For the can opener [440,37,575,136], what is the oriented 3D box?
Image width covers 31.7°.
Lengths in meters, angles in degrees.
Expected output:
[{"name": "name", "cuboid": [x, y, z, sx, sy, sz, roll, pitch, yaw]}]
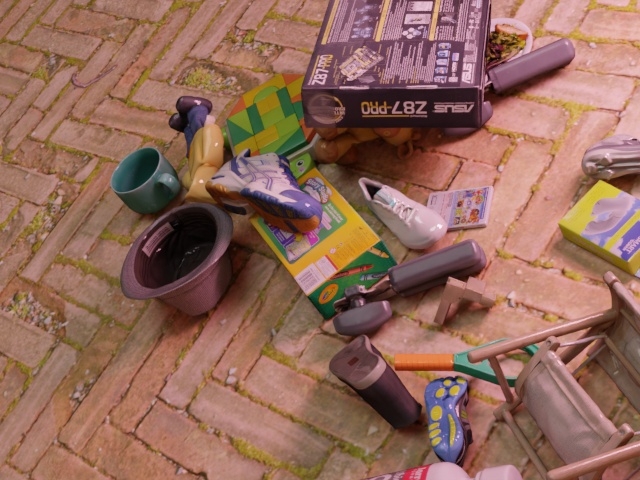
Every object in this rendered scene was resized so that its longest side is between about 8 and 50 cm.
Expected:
[{"name": "can opener", "cuboid": [0.350, -0.282, 2.119, 0.283, 0.095, 0.076, -23, 0, 8]}]

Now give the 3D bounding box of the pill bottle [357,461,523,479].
[{"name": "pill bottle", "cuboid": [0.127, 0.405, 1.554, 0.318, 0.176, 0.176, -17, 45, 20]}]

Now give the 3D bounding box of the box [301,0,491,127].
[{"name": "box", "cuboid": [0.151, -0.348, 2.091, 0.318, 0.097, 0.395, 2, 39, 9]}]

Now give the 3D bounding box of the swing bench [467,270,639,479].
[{"name": "swing bench", "cuboid": [0.385, 0.223, 1.567, 0.254, 0.165, 0.253, -29, 42, 0]}]

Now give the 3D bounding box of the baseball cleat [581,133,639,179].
[{"name": "baseball cleat", "cuboid": [0.537, -0.145, 1.860, 0.206, 0.072, 0.109, 3, 34, 20]}]

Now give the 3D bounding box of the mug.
[{"name": "mug", "cuboid": [-0.362, -0.113, 2.390, 0.129, 0.097, 0.158, -35, 41, 3]}]

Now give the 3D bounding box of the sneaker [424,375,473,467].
[{"name": "sneaker", "cuboid": [0.194, 0.274, 1.707, 0.067, 0.078, 0.188, -8, 32, 13]}]

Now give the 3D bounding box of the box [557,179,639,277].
[{"name": "box", "cuboid": [0.481, -0.018, 1.804, 0.109, 0.042, 0.178, -45, 42, -9]}]

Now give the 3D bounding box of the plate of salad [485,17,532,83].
[{"name": "plate of salad", "cuboid": [0.319, -0.375, 2.224, 0.200, 0.048, 0.200, -17, 46, 19]}]

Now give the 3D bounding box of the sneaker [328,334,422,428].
[{"name": "sneaker", "cuboid": [0.086, 0.232, 1.818, 0.083, 0.118, 0.222, -40, 13, -1]}]

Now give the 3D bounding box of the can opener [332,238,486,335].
[{"name": "can opener", "cuboid": [0.150, 0.082, 1.917, 0.280, 0.074, 0.093, -25, 67, 13]}]

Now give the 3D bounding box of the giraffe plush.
[{"name": "giraffe plush", "cuboid": [0.104, -0.227, 2.175, 0.170, 0.181, 0.210, 9, 23, 26]}]

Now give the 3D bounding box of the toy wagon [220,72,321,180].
[{"name": "toy wagon", "cuboid": [-0.072, -0.213, 2.316, 0.267, 0.068, 0.344, -28, 42, 9]}]

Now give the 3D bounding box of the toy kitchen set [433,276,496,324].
[{"name": "toy kitchen set", "cuboid": [0.241, 0.105, 1.864, 0.083, 0.075, 0.068, 20, 18, 8]}]

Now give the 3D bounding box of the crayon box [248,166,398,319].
[{"name": "crayon box", "cuboid": [0.000, 0.000, 2.069, 0.165, 0.081, 0.278, -37, 42, -2]}]

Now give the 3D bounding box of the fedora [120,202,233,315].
[{"name": "fedora", "cuboid": [-0.252, 0.053, 2.153, 0.243, 0.124, 0.275, -29, 34, 5]}]

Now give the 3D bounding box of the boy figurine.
[{"name": "boy figurine", "cuboid": [-0.255, -0.169, 2.354, 0.177, 0.092, 0.285, -58, 32, 38]}]

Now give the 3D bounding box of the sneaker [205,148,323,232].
[{"name": "sneaker", "cuboid": [-0.089, -0.107, 2.081, 0.296, 0.112, 0.131, 21, 65, 44]}]

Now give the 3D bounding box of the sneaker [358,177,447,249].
[{"name": "sneaker", "cuboid": [0.136, -0.054, 2.010, 0.080, 0.094, 0.212, -50, 39, -7]}]

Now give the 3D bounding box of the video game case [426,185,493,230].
[{"name": "video game case", "cuboid": [0.245, -0.055, 2.012, 0.122, 0.011, 0.087, -6, 49, 29]}]

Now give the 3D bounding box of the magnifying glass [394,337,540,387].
[{"name": "magnifying glass", "cuboid": [0.230, 0.187, 1.740, 0.231, 0.026, 0.092, -2, 38, 9]}]
